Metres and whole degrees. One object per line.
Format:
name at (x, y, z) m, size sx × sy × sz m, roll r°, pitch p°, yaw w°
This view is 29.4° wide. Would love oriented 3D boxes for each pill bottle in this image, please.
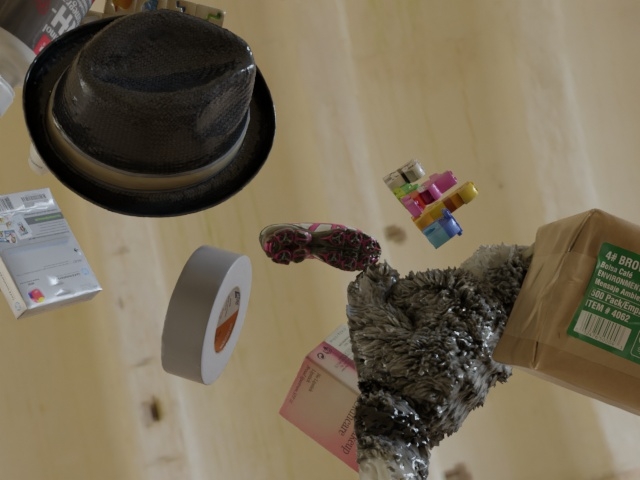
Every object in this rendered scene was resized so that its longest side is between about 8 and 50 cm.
pill bottle at (-0.502, -0.364, 2.017) m, size 0.176 × 0.318 × 0.176 m, roll 26°, pitch -17°, yaw 9°

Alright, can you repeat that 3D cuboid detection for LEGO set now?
LEGO set at (0.155, -0.057, 1.580) m, size 0.093 × 0.087 × 0.227 m, roll -36°, pitch 13°, yaw 3°

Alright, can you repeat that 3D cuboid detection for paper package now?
paper package at (0.367, 0.106, 1.240) m, size 0.325 × 0.168 × 0.309 m, roll 22°, pitch -4°, yaw 1°

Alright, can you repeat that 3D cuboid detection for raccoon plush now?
raccoon plush at (0.206, 0.172, 1.510) m, size 0.299 × 0.446 × 0.216 m, roll -14°, pitch -49°, yaw 11°

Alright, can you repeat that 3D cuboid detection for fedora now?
fedora at (-0.200, -0.190, 1.533) m, size 0.334 × 0.334 × 0.152 m, roll -8°, pitch -20°, yaw -23°

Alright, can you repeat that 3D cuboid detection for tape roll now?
tape roll at (-0.183, 0.120, 1.973) m, size 0.072 × 0.219 × 0.219 m, roll 16°, pitch -11°, yaw 12°

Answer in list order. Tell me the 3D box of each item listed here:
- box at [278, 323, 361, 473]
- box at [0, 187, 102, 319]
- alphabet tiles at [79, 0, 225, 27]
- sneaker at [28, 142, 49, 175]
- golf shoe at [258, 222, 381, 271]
box at (0.072, 0.276, 2.007) m, size 0.127 × 0.232 × 0.148 m, roll -37°, pitch -23°, yaw -50°
box at (-0.426, 0.016, 1.810) m, size 0.038 × 0.186 × 0.145 m, roll -40°, pitch -15°, yaw 36°
alphabet tiles at (-0.309, -0.311, 2.256) m, size 0.343 × 0.285 × 0.011 m, roll 9°, pitch 4°, yaw -26°
sneaker at (-0.402, -0.214, 2.138) m, size 0.297 × 0.111 × 0.129 m, roll -36°, pitch -1°, yaw -38°
golf shoe at (0.000, 0.000, 1.834) m, size 0.186 × 0.067 × 0.086 m, roll 7°, pitch 17°, yaw -16°
